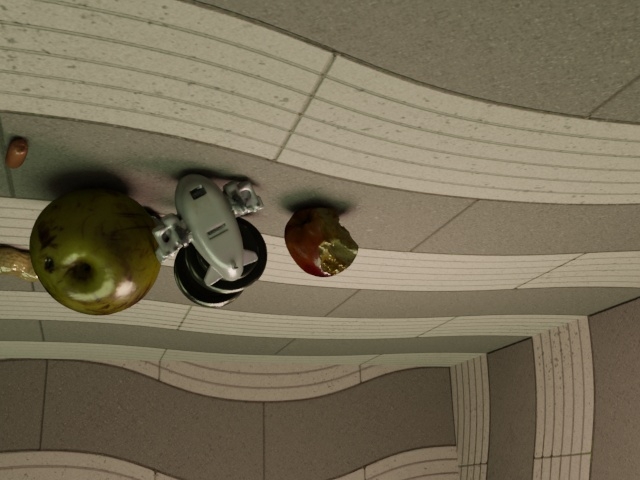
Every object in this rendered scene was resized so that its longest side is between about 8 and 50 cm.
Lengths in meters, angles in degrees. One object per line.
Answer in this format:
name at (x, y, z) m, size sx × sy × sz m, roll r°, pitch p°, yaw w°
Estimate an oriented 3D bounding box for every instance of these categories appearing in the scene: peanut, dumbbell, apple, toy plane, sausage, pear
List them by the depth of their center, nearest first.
sausage at (-0.556, -0.159, 1.397) m, size 0.034 × 0.034 × 0.083 m, roll 8°, pitch 158°, yaw -27°
pear at (-0.463, 0.028, 1.578) m, size 0.284 × 0.283 × 0.283 m, roll -2°, pitch 161°, yaw -1°
toy plane at (-0.225, -0.024, 1.579) m, size 0.252 × 0.252 × 0.118 m, roll 8°, pitch -169°, yaw -28°
apple at (-0.007, -0.001, 1.746) m, size 0.158 × 0.156 × 0.147 m, roll 43°, pitch 141°, yaw -23°
dumbbell at (-0.239, 0.050, 1.802) m, size 0.192 × 0.192 × 0.290 m, roll 5°, pitch 160°, yaw -20°
peanut at (-0.786, 0.059, 1.959) m, size 0.082 × 0.082 × 0.187 m, roll -18°, pitch 155°, yaw 40°

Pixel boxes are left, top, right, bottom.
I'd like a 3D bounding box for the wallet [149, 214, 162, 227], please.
wallet at (-0.480, -0.021, 1.797) m, size 0.245 × 0.052 × 0.168 m, roll -8°, pitch 161°, yaw 5°
